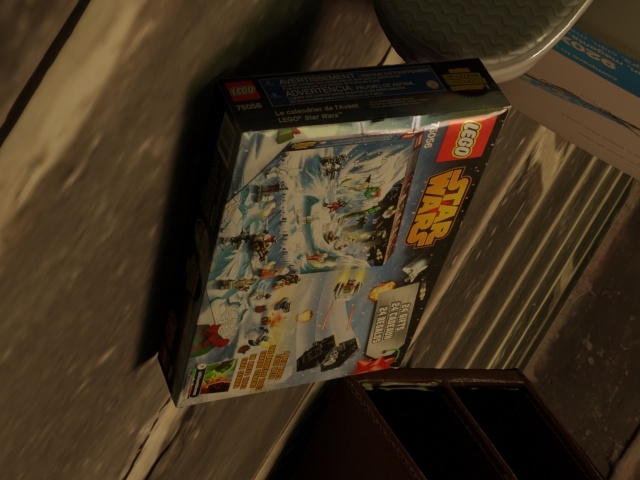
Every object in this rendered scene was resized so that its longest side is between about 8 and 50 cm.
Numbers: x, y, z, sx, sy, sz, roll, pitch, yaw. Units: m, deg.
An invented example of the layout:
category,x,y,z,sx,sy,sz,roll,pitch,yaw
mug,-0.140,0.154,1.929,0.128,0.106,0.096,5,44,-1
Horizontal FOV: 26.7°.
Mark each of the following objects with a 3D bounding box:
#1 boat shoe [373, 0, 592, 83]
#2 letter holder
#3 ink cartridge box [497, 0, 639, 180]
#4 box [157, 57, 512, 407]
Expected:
category,x,y,z,sx,sy,sz,roll,pitch,yaw
boat shoe,0.118,-0.186,0.473,0.302,0.109,0.094,-51,-179,7
letter holder,0.065,0.265,0.877,0.152,0.214,0.302,4,123,-33
ink cartridge box,0.192,-0.129,0.669,0.171,0.168,0.232,-58,167,-2
box,0.000,0.000,0.463,0.094,0.027,0.137,-7,140,-24
